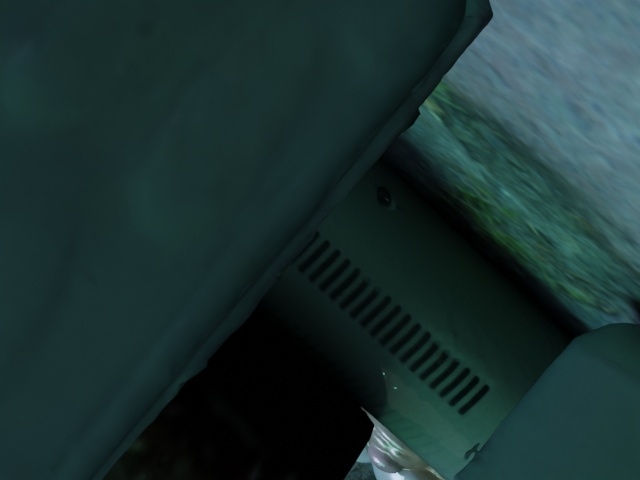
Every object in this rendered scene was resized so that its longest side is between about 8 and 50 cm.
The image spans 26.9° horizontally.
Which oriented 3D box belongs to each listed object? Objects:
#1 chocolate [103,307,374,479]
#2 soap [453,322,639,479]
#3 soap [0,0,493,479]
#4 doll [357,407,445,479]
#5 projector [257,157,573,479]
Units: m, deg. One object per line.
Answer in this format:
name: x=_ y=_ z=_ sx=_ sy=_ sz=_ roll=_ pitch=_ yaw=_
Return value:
chocolate: x=-0.133 y=0.105 z=0.727 sx=0.225 sy=0.210 sz=0.340 roll=45 pitch=170 yaw=-19
soap: x=0.153 y=0.168 z=0.667 sx=0.095 sy=0.173 sz=0.289 roll=36 pitch=172 yaw=33
soap: x=-0.132 y=-0.076 z=0.358 sx=0.302 sy=0.258 sz=0.159 roll=44 pitch=172 yaw=-21
doll: x=0.070 y=0.113 z=0.956 sx=0.154 sy=0.119 sz=0.278 roll=33 pitch=165 yaw=18
projector: x=0.000 y=0.000 z=0.686 sx=0.337 sy=0.108 sz=0.108 roll=42 pitch=171 yaw=-15
